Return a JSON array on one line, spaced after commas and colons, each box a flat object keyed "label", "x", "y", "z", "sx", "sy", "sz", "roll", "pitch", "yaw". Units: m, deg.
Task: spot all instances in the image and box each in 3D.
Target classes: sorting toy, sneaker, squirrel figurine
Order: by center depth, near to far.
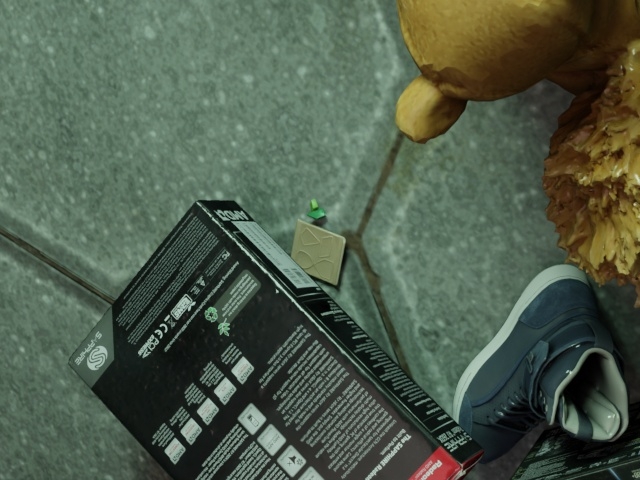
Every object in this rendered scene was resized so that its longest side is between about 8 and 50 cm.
[{"label": "squirrel figurine", "x": 0.209, "y": -0.160, "z": 0.931, "sx": 0.281, "sy": 0.370, "sz": 0.397, "roll": -35, "pitch": 90, "yaw": 33}, {"label": "sneaker", "x": 0.199, "y": 0.155, "z": 1.171, "sx": 0.086, "sy": 0.163, "sz": 0.226, "roll": 13, "pitch": 120, "yaw": -18}, {"label": "sorting toy", "x": 0.000, "y": 0.000, "z": 1.313, "sx": 0.062, "sy": 0.012, "sz": 0.083, "roll": 24, "pitch": 121, "yaw": 24}]

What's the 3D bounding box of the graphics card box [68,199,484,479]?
[{"label": "graphics card box", "x": -0.050, "y": 0.164, "z": 1.251, "sx": 0.371, "sy": 0.094, "sz": 0.233, "roll": 43, "pitch": 107, "yaw": 15}]

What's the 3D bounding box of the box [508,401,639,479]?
[{"label": "box", "x": 0.275, "y": 0.214, "z": 1.169, "sx": 0.180, "sy": 0.147, "sz": 0.077, "roll": -24, "pitch": 96, "yaw": 32}]
